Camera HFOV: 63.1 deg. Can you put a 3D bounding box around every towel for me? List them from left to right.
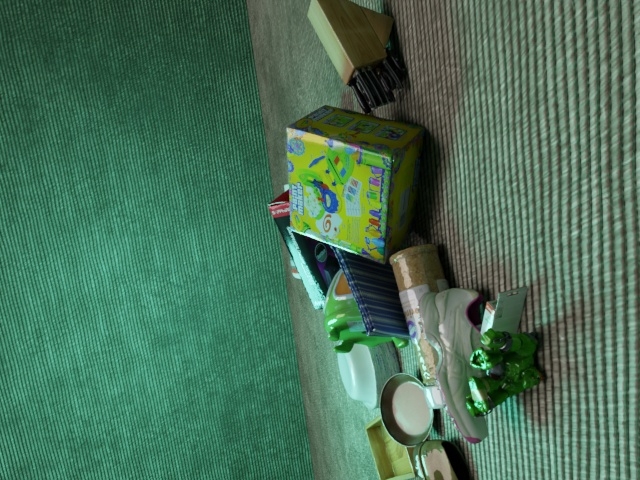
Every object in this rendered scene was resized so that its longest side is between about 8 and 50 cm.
[{"bbox_3d":[0.156,0.117,1.333,0.040,0.243,0.336,-52,41,30],"label":"towel"}]

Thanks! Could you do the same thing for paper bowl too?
[{"bbox_3d":[0.150,0.417,1.740,0.284,0.148,0.284,170,90,-78],"label":"paper bowl"}]

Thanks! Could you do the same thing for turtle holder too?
[{"bbox_3d":[0.146,0.194,1.500,0.243,0.320,0.227,-22,56,33],"label":"turtle holder"}]

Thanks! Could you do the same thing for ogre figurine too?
[{"bbox_3d":[0.326,0.227,0.931,0.097,0.118,0.197,-151,51,-68],"label":"ogre figurine"}]

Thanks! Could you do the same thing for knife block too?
[{"bbox_3d":[0.075,-0.437,1.254,0.088,0.275,0.242,131,157,-72],"label":"knife block"}]

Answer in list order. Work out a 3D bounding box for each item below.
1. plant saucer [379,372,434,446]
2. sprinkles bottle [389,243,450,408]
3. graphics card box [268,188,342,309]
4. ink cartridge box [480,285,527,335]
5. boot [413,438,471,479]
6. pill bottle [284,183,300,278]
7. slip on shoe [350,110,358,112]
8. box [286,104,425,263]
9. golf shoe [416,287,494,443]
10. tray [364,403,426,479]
[{"bbox_3d":[0.248,0.474,1.466,0.198,0.036,0.199,-14,71,49],"label":"plant saucer"},{"bbox_3d":[0.257,0.191,1.186,0.121,0.121,0.355,120,139,-70],"label":"sprinkles bottle"},{"bbox_3d":[0.000,0.000,1.615,0.094,0.233,0.371,-8,113,35],"label":"graphics card box"},{"bbox_3d":[0.333,0.128,0.948,0.029,0.063,0.115,-123,27,-54],"label":"ink cartridge box"},{"bbox_3d":[0.329,0.643,1.275,0.115,0.112,0.305,-43,60,49],"label":"boot"},{"bbox_3d":[-0.031,-0.047,2.010,0.210,0.210,0.363,-166,67,-75],"label":"pill bottle"},{"bbox_3d":[0.091,-0.243,1.591,0.101,0.123,0.331,53,157,24],"label":"slip on shoe"},{"bbox_3d":[0.080,-0.142,1.272,0.279,0.177,0.290,20,130,25],"label":"box"},{"bbox_3d":[0.293,0.239,1.032,0.115,0.140,0.306,14,-120,-63],"label":"golf shoe"},{"bbox_3d":[0.244,0.661,1.680,0.411,0.076,0.203,104,152,-61],"label":"tray"}]
